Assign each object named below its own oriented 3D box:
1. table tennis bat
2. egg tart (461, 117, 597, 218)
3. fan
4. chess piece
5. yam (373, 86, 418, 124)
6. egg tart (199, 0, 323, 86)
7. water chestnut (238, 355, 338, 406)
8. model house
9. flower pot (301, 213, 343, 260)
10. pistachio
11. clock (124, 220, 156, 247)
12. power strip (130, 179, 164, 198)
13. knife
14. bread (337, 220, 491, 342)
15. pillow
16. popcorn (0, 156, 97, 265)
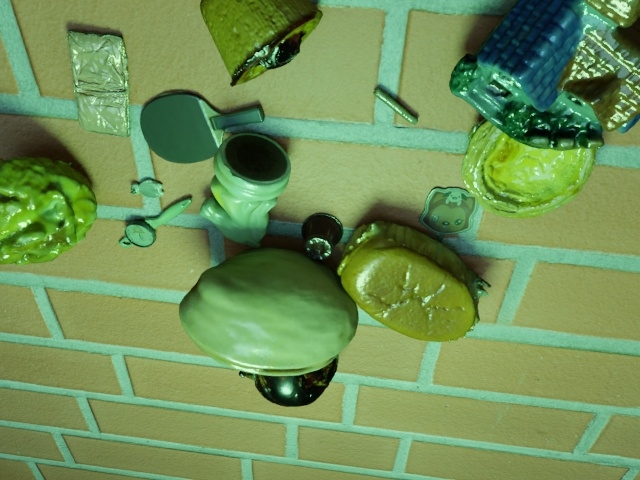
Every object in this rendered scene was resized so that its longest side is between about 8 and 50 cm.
[{"bbox_3d":[-0.274,-0.264,1.105,0.302,0.022,0.173,-8,124,15],"label":"table tennis bat"},{"bbox_3d":[0.438,-0.178,1.029,0.279,0.095,0.278,3,121,6],"label":"egg tart"},{"bbox_3d":[0.308,-0.036,1.199,0.132,0.009,0.219,11,127,1],"label":"fan"},{"bbox_3d":[-0.189,-0.098,1.154,0.176,0.175,0.298,21,139,-8],"label":"chess piece"},{"bbox_3d":[0.162,-0.285,1.029,0.116,0.021,0.021,33,124,-15],"label":"yam"},{"bbox_3d":[-0.114,-0.395,0.886,0.215,0.215,0.170,-32,102,27],"label":"egg tart"},{"bbox_3d":[-0.090,0.346,1.397,0.244,0.289,0.288,21,135,35],"label":"water chestnut"},{"bbox_3d":[0.410,-0.277,0.764,0.295,0.329,0.251,39,101,-3],"label":"model house"},{"bbox_3d":[0.000,0.000,1.219,0.112,0.089,0.111,4,126,5],"label":"flower pot"},{"bbox_3d":[-0.122,0.169,1.200,0.446,0.365,0.281,3,133,-26],"label":"pistachio"},{"bbox_3d":[-0.486,-0.016,1.300,0.085,0.017,0.085,5,130,6],"label":"clock"},{"bbox_3d":[-0.441,-0.127,1.223,0.084,0.035,0.055,3,127,3],"label":"power strip"},{"bbox_3d":[-0.446,-0.047,1.291,0.293,0.019,0.043,-29,119,28],"label":"knife"},{"bbox_3d":[0.228,0.114,1.210,0.389,0.183,0.236,27,127,-9],"label":"bread"},{"bbox_3d":[-0.487,-0.341,1.068,0.126,0.043,0.232,8,125,-4],"label":"pillow"},{"bbox_3d":[-0.686,-0.072,1.162,0.282,0.282,0.246,-13,88,17],"label":"popcorn"}]
